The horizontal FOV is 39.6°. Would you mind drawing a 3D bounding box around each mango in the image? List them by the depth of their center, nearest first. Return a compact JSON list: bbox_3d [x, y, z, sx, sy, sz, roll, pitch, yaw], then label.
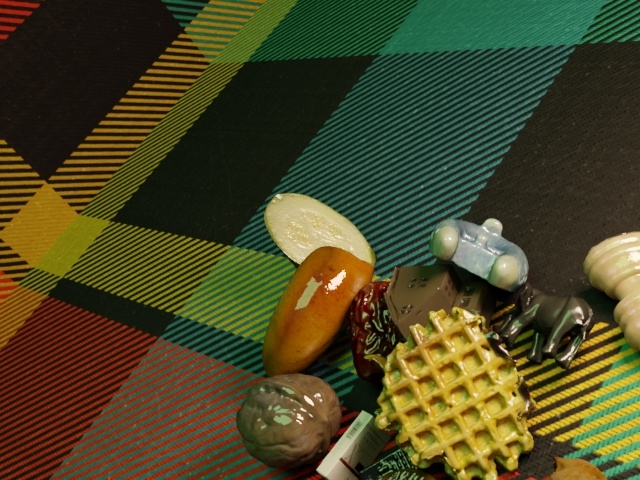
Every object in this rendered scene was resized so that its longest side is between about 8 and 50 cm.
[{"bbox_3d":[-0.026,0.172,2.081,0.201,0.199,0.350,29,79,35],"label":"mango"}]

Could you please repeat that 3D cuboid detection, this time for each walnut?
[{"bbox_3d":[-0.064,0.382,1.882,0.224,0.224,0.224,-24,37,20],"label":"walnut"}]

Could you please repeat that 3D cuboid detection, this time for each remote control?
[{"bbox_3d":[0.189,0.420,1.735,0.245,0.025,0.063,-32,64,10],"label":"remote control"}]

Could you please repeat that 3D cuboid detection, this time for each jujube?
[{"bbox_3d":[0.135,0.202,1.949,0.155,0.155,0.230,-19,48,26],"label":"jujube"}]

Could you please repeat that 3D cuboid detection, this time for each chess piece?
[{"bbox_3d":[0.601,0.129,1.646,0.139,0.124,0.307,-3,42,-3],"label":"chess piece"}]

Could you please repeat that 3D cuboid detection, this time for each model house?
[{"bbox_3d":[0.236,0.197,1.797,0.204,0.211,0.243,-8,40,39],"label":"model house"}]

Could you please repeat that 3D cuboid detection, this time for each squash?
[{"bbox_3d":[0.000,0.000,2.203,0.189,0.260,0.189,-25,34,18],"label":"squash"}]

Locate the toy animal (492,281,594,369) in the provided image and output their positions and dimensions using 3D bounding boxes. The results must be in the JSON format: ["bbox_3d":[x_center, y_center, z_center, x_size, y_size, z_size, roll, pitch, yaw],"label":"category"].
[{"bbox_3d":[0.439,0.167,1.748,0.245,0.114,0.146,13,69,51],"label":"toy animal"}]

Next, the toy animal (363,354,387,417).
[{"bbox_3d":[0.165,0.319,1.838,0.095,0.219,0.155,-45,-7,20],"label":"toy animal"}]

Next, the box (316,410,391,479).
[{"bbox_3d":[0.068,0.430,1.797,0.154,0.084,0.040,-50,38,-17],"label":"box"}]

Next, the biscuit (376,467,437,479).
[{"bbox_3d":[0.146,0.523,1.650,0.212,0.036,0.212,-21,42,21],"label":"biscuit"}]

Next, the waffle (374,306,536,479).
[{"bbox_3d":[0.261,0.292,1.660,0.312,0.060,0.307,28,87,15],"label":"waffle"}]

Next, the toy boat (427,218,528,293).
[{"bbox_3d":[0.340,0.012,1.852,0.215,0.330,0.123,26,96,16],"label":"toy boat"}]

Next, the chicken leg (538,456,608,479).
[{"bbox_3d":[0.462,0.421,1.400,0.409,0.182,0.295,-29,19,7],"label":"chicken leg"}]
